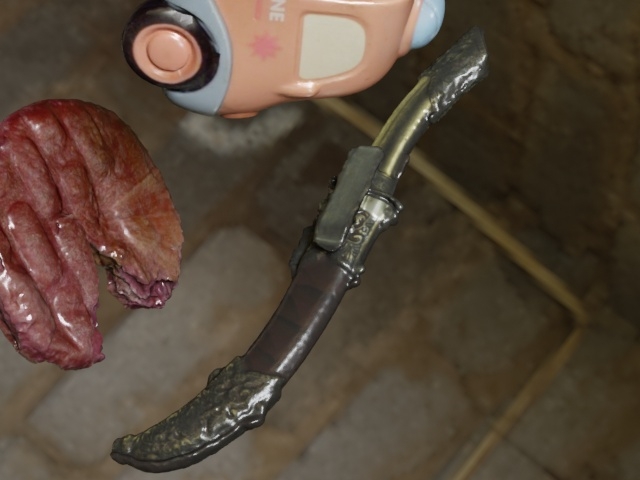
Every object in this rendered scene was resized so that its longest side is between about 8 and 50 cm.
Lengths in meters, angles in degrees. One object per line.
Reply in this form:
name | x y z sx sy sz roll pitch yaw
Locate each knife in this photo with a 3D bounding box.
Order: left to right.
knife | 0.004 0.003 0.692 0.222 0.045 0.021 -51 143 -15

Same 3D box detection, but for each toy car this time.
toy car | -0.013 -0.212 1.274 0.180 0.212 0.271 -76 175 -53

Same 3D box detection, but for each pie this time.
pie | -0.191 -0.008 1.426 0.054 0.204 0.218 -15 -175 36
